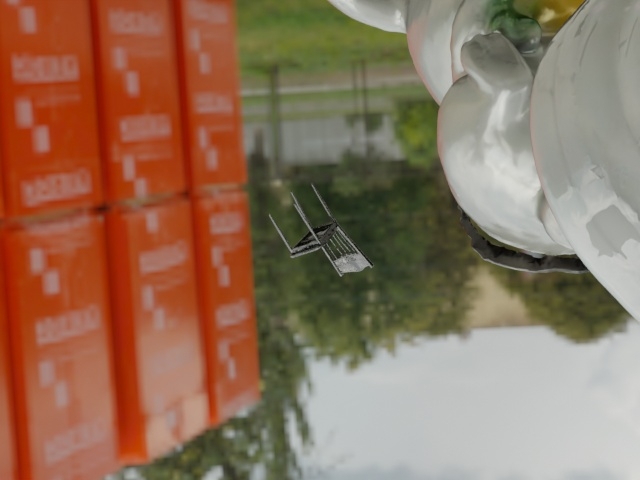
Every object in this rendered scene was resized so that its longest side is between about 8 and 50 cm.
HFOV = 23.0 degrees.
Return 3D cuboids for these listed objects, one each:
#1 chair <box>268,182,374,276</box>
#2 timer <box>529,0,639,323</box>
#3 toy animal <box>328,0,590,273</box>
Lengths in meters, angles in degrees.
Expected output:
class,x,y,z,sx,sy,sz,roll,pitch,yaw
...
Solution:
class,x,y,z,sx,sy,sz,roll,pitch,yaw
chair,0.000,0.002,1.192,0.037,0.086,0.042,-18,-154,42
timer,0.220,-0.027,0.625,0.237,0.262,0.087,-47,-176,-35
toy animal,0.115,-0.113,0.961,0.208,0.154,0.325,-16,-140,-30
